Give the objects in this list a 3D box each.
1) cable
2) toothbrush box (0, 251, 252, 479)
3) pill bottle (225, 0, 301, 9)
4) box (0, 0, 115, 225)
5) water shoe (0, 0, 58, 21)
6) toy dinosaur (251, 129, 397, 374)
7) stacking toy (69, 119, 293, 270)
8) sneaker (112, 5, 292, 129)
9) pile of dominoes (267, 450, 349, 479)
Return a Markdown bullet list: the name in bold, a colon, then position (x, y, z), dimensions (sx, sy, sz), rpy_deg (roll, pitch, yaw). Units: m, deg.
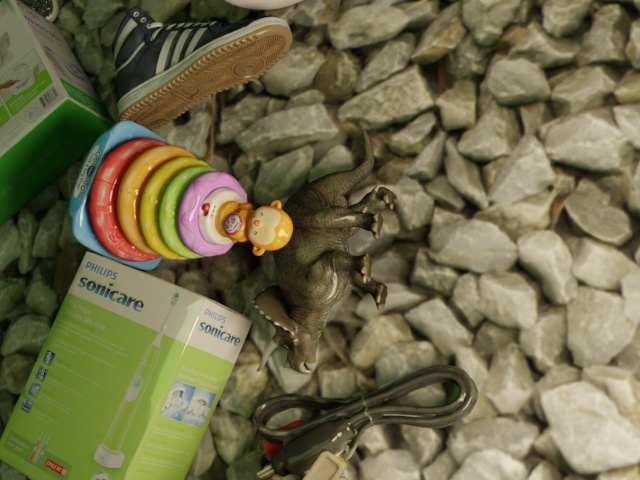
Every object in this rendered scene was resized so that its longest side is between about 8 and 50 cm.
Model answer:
- **cable**: position (0.038, 0.210, 1.105), dimensions (0.287, 0.072, 0.139), rpy_deg (-27, 49, 3)
- **toothbrush box**: position (-0.245, 0.184, 1.205), dimensions (0.206, 0.122, 0.283), rpy_deg (17, 82, 31)
- **pill bottle**: position (-0.104, -0.516, 1.331), dimensions (0.210, 0.210, 0.362), rpy_deg (-28, 62, 16)
- **box**: position (-0.481, -0.190, 1.446), dimensions (0.262, 0.127, 0.231), rpy_deg (-39, 64, 10)
- **water shoe**: position (-0.515, -0.404, 1.588), dimensions (0.203, 0.080, 0.072), rpy_deg (22, 86, 6)
- **toy dinosaur**: position (0.000, 0.000, 1.147), dimensions (0.160, 0.121, 0.313), rpy_deg (1, 75, 21)
- **stacking toy**: position (-0.151, -0.034, 1.184), dimensions (0.302, 0.166, 0.175), rpy_deg (15, 79, 40)
- **sneaker**: position (-0.178, -0.278, 1.349), dimensions (0.282, 0.099, 0.153), rpy_deg (-25, 65, 21)
- **pile of dominoes**: position (0.004, 0.371, 1.036), dimensions (0.196, 0.040, 0.251), rpy_deg (-36, 83, 11)
